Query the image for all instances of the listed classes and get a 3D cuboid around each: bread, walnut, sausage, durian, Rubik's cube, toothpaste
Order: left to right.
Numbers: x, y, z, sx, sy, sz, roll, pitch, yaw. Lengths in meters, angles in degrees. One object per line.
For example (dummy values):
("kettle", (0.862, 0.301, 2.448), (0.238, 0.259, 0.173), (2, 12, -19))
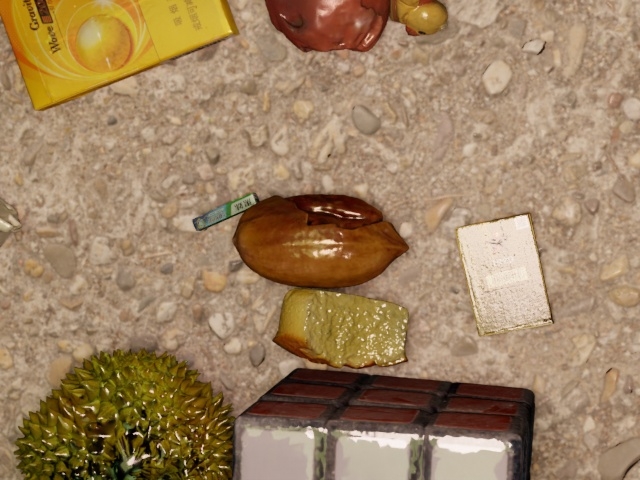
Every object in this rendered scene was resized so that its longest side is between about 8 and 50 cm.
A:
("durian", (-0.225, 0.250, 1.653), (0.291, 0.224, 0.291), (-2, 127, -3))
("toothpaste", (-0.114, -0.034, 1.703), (0.083, 0.020, 0.017), (-24, 85, 12))
("sausage", (-0.002, -0.345, 1.596), (0.152, 0.152, 0.279), (-11, 93, 12))
("walnut", (0.000, 0.000, 1.639), (0.207, 0.116, 0.115), (4, 94, 10))
("bread", (0.021, 0.104, 1.634), (0.156, 0.125, 0.086), (9, 87, -19))
("Rubik's cube", (0.075, 0.318, 1.545), (0.304, 0.305, 0.301), (4, 94, 12))

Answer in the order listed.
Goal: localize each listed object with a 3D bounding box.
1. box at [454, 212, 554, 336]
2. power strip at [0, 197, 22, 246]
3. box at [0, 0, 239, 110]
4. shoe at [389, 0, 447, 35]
("box", (0.214, 0.040, 1.642), (0.090, 0.023, 0.133), (-13, 91, 10))
("power strip", (-0.515, -0.096, 1.740), (0.338, 0.098, 0.058), (37, 102, 7))
("box", (-0.248, -0.272, 1.704), (0.269, 0.043, 0.152), (-20, 90, 11))
("shoe", (0.115, -0.290, 1.615), (0.069, 0.072, 0.109), (8, 95, 16))
